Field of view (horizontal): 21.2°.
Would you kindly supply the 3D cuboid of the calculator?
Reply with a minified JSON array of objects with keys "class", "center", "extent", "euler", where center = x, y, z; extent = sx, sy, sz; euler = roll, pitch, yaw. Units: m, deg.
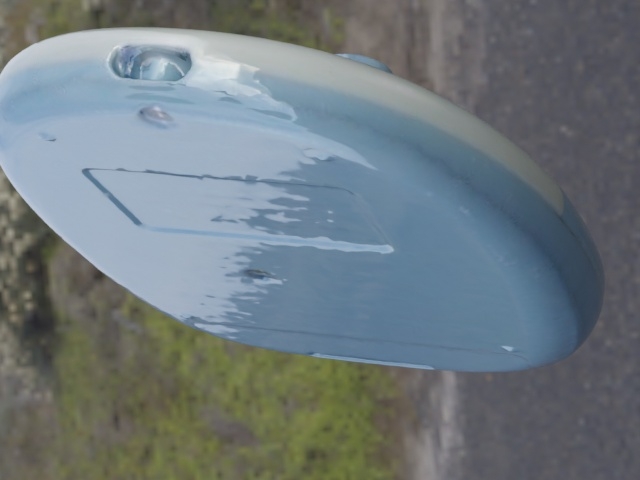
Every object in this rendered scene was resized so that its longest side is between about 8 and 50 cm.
[{"class":"calculator","center":[0.000,0.000,0.592],"extent":[0.303,0.188,0.042],"euler":[49,-132,-62]}]
